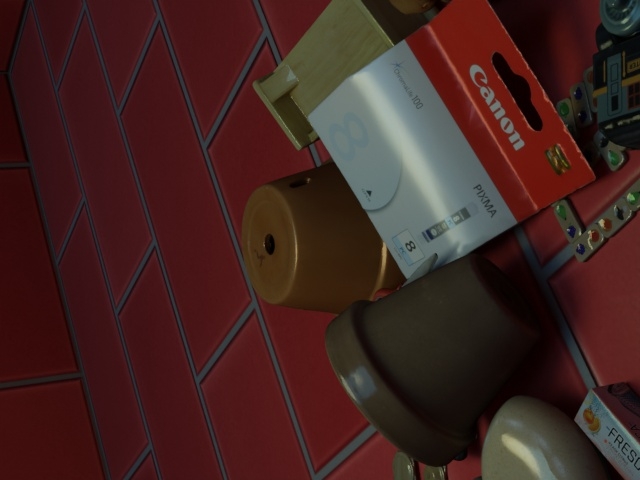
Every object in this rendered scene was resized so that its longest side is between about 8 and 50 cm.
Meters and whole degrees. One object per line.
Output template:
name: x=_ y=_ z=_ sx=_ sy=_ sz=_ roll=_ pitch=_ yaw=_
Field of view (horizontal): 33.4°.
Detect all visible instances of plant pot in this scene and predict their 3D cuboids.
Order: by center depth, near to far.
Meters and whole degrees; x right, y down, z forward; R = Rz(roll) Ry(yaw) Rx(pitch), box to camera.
plant pot: x=0.177 y=0.146 z=1.481 sx=0.229 sy=0.263 sz=0.263 roll=-42 pitch=53 yaw=18
plant pot: x=0.000 y=0.000 z=1.793 sx=0.291 sy=0.204 sz=0.290 roll=13 pitch=105 yaw=58

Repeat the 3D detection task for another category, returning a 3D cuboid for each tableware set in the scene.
tableware set: x=0.167 y=0.420 z=1.747 sx=0.169 sy=0.020 sz=0.141 roll=-11 pitch=83 yaw=61

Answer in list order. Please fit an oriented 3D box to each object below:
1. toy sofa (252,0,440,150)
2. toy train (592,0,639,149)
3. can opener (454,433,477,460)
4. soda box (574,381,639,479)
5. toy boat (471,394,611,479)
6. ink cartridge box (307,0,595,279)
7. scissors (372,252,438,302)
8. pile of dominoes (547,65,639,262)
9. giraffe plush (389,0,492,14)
toy sofa: x=0.055 y=-0.310 z=1.740 sx=0.150 sy=0.177 sz=0.362 roll=54 pitch=145 yaw=3
toy train: x=0.415 y=-0.209 z=1.088 sx=0.334 sy=0.142 sz=0.190 roll=-14 pitch=72 yaw=58
can opener: x=0.201 y=0.245 z=1.629 sx=0.059 sy=0.073 sz=0.186 roll=167 pitch=107 yaw=-68
soda box: x=0.393 y=0.256 z=1.291 sx=0.183 sy=0.063 sz=0.058 roll=54 pitch=137 yaw=41
toy boat: x=0.277 y=0.348 z=1.452 sx=0.318 sy=0.148 sz=0.267 roll=-27 pitch=76 yaw=50
ink cartridge box: x=0.165 y=-0.132 z=1.489 sx=0.308 sy=0.091 sz=0.385 roll=59 pitch=150 yaw=3
scissors: x=0.125 y=0.073 z=1.619 sx=0.109 sy=0.021 sz=0.297 roll=31 pitch=157 yaw=19
pile of dominoes: x=0.346 y=-0.117 z=1.342 sx=0.251 sy=0.040 sz=0.196 roll=-56 pitch=48 yaw=47
giraffe plush: x=0.145 y=-0.381 z=1.445 sx=0.210 sy=0.170 sz=0.181 roll=54 pitch=151 yaw=-15
